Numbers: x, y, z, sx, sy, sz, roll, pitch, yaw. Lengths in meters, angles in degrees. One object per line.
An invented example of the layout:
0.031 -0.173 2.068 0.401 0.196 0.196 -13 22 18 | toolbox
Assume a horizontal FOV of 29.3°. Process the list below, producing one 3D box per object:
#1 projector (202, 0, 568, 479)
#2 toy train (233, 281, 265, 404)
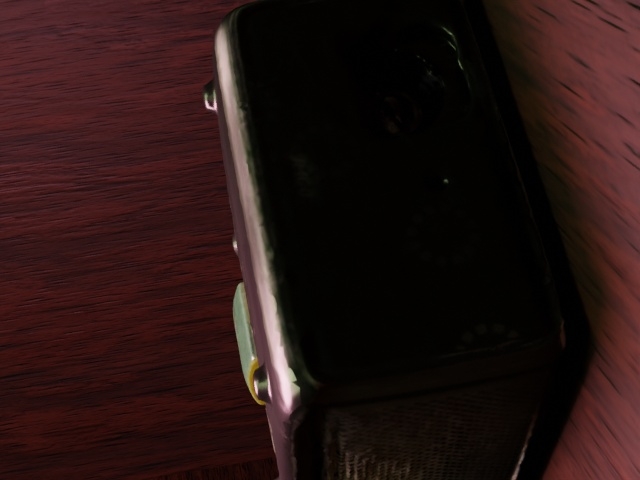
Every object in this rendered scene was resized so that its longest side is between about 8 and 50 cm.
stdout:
0.041 0.038 1.112 0.405 0.242 0.395 89 169 -60 | projector
0.000 0.000 1.469 0.150 0.237 0.368 86 173 -54 | toy train
